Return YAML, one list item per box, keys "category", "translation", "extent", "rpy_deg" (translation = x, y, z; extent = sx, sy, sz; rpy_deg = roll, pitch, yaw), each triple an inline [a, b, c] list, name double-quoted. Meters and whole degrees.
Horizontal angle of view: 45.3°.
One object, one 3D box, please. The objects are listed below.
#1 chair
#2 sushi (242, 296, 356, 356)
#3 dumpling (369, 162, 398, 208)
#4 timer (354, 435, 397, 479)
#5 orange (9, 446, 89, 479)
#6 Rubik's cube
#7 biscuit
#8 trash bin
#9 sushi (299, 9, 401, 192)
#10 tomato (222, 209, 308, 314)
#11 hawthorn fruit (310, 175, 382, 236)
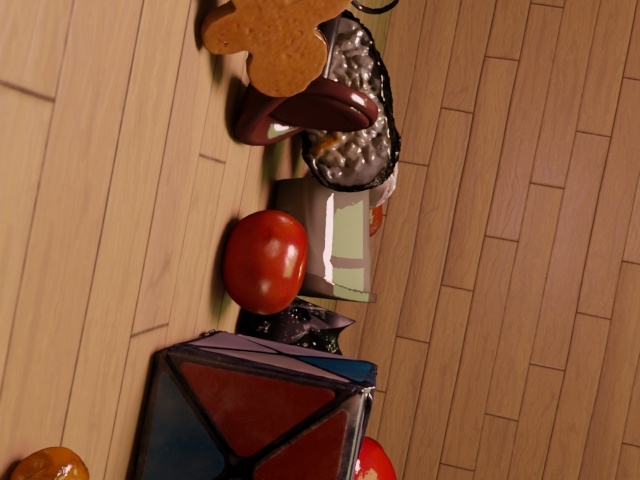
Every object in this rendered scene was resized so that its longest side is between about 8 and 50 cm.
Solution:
- category: "chair"
  translation: [0.007, -0.334, 1.252]
  extent: [0.226, 0.227, 0.400]
  rpy_deg: [52, 51, -80]
- category: "sushi"
  translation: [-0.080, 0.239, 1.613]
  extent: [0.227, 0.216, 0.212]
  rpy_deg: [134, -23, -65]
- category: "dumpling"
  translation: [0.046, -0.251, 1.723]
  extent: [0.181, 0.260, 0.341]
  rpy_deg: [-46, 111, -29]
- category: "timer"
  translation: [-0.023, 0.542, 1.672]
  extent: [0.378, 0.378, 0.279]
  rpy_deg: [82, 20, -67]
- category: "orange"
  translation: [-0.259, 0.235, 0.721]
  extent: [0.086, 0.062, 0.086]
  rpy_deg: [-45, 143, -49]
- category: "Rubik's cube"
  translation: [-0.085, 0.310, 1.162]
  extent: [0.310, 0.307, 0.305]
  rpy_deg: [42, 57, -83]
- category: "biscuit"
  translation: [-0.062, -0.317, 0.988]
  extent: [0.339, 0.216, 0.047]
  rpy_deg: [73, -7, -59]
- category: "trash bin"
  translation: [0.000, 0.000, 1.624]
  extent: [0.219, 0.220, 0.250]
  rpy_deg: [6, 87, -42]
- category: "sushi"
  translation: [0.037, -0.262, 1.469]
  extent: [0.171, 0.211, 0.350]
  rpy_deg: [-54, 124, -77]
- category: "tomato"
  translation: [-0.097, 0.037, 1.340]
  extent: [0.195, 0.136, 0.195]
  rpy_deg: [12, 90, -85]
- category: "hawthorn fruit"
  translation: [0.048, -0.096, 1.960]
  extent: [0.261, 0.224, 0.224]
  rpy_deg: [8, 93, -70]
